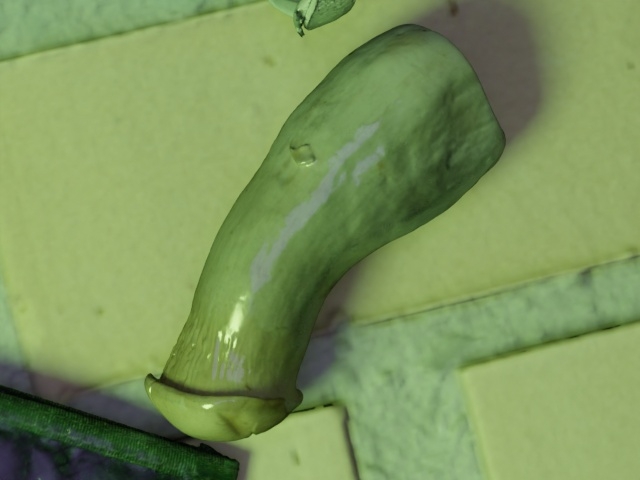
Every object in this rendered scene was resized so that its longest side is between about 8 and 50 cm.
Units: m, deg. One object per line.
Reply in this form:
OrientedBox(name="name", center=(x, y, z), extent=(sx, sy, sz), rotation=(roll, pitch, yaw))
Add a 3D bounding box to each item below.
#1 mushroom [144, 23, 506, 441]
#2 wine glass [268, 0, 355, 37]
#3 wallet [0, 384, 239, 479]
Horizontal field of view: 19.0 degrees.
OrientedBox(name="mushroom", center=(-0.003, -0.001, 0.917), extent=(0.081, 0.092, 0.223), rotation=(29, 78, 45))
OrientedBox(name="wine glass", center=(0.045, -0.203, 0.900), extent=(0.196, 0.165, 0.165), rotation=(-20, 86, -7))
OrientedBox(name="wallet", center=(-0.144, 0.194, 0.912), extent=(0.160, 0.055, 0.236), rotation=(17, 84, -6))
